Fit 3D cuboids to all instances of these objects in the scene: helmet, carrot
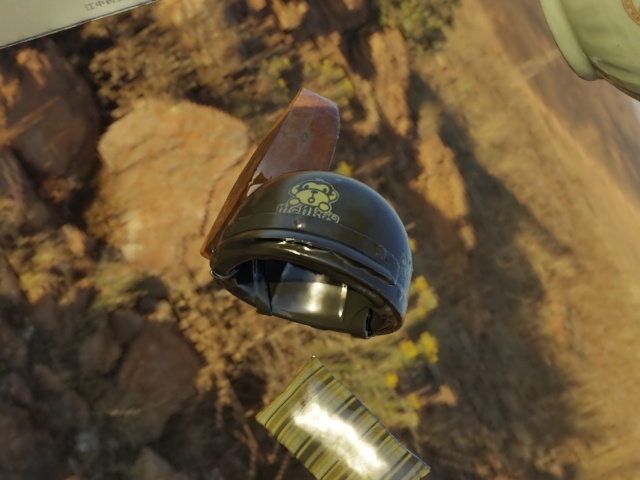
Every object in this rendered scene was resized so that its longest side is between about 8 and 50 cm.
[{"bbox_3d":[0.000,0.000,1.389,0.279,0.230,0.160,79,26,-64],"label":"helmet"},{"bbox_3d":[-0.066,-0.090,1.791,0.100,0.258,0.307,32,63,-12],"label":"carrot"}]

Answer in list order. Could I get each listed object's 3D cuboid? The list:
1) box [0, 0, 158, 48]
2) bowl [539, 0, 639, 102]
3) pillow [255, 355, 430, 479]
[{"bbox_3d":[-0.268,-0.245,0.890,0.173,0.332,0.145,69,7,-55],"label":"box"},{"bbox_3d":[0.280,-0.234,1.054,0.337,0.157,0.337,38,43,-46],"label":"bowl"},{"bbox_3d":[0.026,0.251,1.501,0.203,0.113,0.038,44,0,12],"label":"pillow"}]
